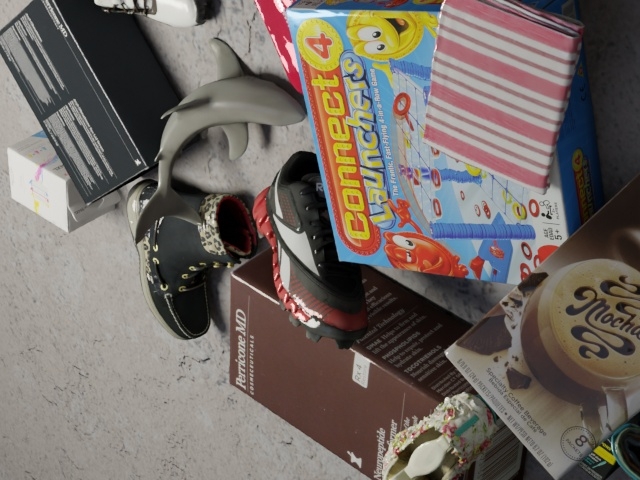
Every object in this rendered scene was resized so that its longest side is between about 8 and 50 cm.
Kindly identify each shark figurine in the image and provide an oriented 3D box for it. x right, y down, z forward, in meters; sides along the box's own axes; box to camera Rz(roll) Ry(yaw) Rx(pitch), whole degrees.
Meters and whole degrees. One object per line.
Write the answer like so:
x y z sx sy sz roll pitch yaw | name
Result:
-0.163 -0.131 1.967 0.278 0.116 0.166 -41 77 33 | shark figurine

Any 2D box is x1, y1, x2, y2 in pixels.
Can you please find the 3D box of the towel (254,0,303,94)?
0.024 -0.272 1.772 0.275 0.031 0.199 -11 108 50 | towel

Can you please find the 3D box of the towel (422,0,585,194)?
0.174 -0.148 1.549 0.144 0.029 0.197 27 133 23 | towel

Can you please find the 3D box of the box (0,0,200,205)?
-0.296 -0.201 2.116 0.184 0.103 0.261 -23 97 55 | box

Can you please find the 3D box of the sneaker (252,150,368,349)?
0.000 0.000 1.870 0.135 0.097 0.276 -62 33 34 | sneaker

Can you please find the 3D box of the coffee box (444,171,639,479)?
0.288 0.065 1.536 0.297 0.119 0.168 -46 79 20 | coffee box

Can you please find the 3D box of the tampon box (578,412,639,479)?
0.305 0.149 1.696 0.120 0.101 0.161 40 139 21 | tampon box

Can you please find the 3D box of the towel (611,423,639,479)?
0.387 0.284 1.514 0.271 0.040 0.370 43 -179 18 | towel

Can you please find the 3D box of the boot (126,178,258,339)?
-0.158 0.034 2.142 0.178 0.085 0.236 5 118 43 | boot

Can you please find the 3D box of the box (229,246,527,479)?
0.067 0.163 1.942 0.381 0.143 0.191 31 135 33 | box

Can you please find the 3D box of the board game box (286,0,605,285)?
0.135 -0.113 1.684 0.302 0.086 0.308 7 121 36 | board game box

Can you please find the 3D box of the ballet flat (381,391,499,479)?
0.112 0.243 1.776 0.091 0.077 0.241 46 141 13 | ballet flat

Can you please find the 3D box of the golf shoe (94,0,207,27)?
-0.227 -0.299 1.979 0.198 0.094 0.077 25 131 33 | golf shoe

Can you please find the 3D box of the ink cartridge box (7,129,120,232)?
-0.358 -0.085 2.273 0.143 0.092 0.090 28 133 31 | ink cartridge box
